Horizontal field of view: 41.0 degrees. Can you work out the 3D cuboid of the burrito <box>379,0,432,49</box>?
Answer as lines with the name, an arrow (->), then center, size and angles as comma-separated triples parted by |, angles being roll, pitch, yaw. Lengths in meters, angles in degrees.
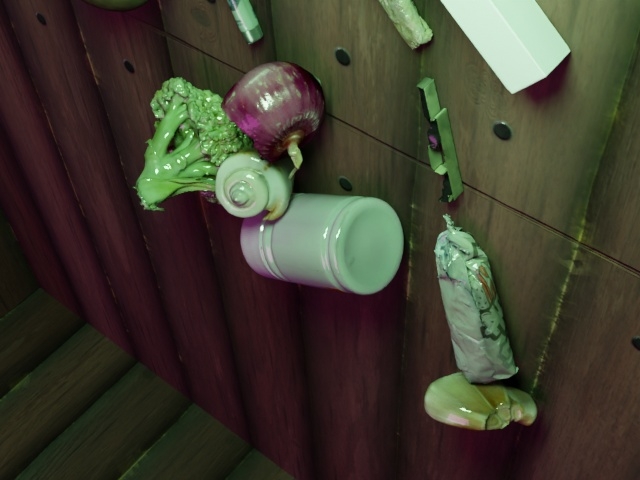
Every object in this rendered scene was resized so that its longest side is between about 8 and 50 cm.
burrito -> 0.120, -0.378, 1.353 | 0.051, 0.042, 0.171 | -12, 120, 45

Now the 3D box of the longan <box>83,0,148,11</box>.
longan -> -0.406, -0.555, 1.630 | 0.248, 0.248, 0.248 | 32, 148, 23

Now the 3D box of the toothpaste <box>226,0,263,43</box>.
toothpaste -> -0.171, -0.483, 1.600 | 0.062, 0.039, 0.239 | 16, 138, 52

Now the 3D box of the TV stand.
TV stand -> 0.209, -0.172, 1.505 | 0.042, 0.036, 0.249 | 20, 142, 39

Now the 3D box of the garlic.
garlic -> 0.330, 0.340, 1.866 | 0.228, 0.217, 0.110 | -171, 77, -66

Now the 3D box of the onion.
onion -> -0.079, -0.251, 1.623 | 0.200, 0.200, 0.207 | 14, 161, 44

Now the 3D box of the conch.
conch -> -0.115, -0.143, 1.763 | 0.158, 0.255, 0.127 | 31, 134, -3

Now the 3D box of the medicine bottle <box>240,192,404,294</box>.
medicine bottle -> 0.000, 0.000, 1.821 | 0.316, 0.202, 0.202 | 8, 134, 48

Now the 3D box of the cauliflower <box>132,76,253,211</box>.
cauliflower -> -0.291, -0.199, 1.883 | 0.260, 0.281, 0.327 | -129, 19, -63

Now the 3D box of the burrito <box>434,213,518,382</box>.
burrito -> 0.302, 0.131, 1.702 | 0.139, 0.101, 0.445 | 35, 152, 47

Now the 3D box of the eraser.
eraser -> 0.226, -0.354, 1.210 | 0.298, 0.076, 0.078 | 50, 150, -10
